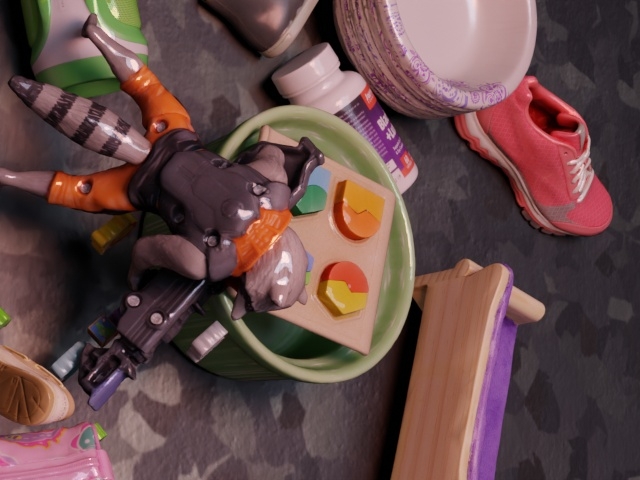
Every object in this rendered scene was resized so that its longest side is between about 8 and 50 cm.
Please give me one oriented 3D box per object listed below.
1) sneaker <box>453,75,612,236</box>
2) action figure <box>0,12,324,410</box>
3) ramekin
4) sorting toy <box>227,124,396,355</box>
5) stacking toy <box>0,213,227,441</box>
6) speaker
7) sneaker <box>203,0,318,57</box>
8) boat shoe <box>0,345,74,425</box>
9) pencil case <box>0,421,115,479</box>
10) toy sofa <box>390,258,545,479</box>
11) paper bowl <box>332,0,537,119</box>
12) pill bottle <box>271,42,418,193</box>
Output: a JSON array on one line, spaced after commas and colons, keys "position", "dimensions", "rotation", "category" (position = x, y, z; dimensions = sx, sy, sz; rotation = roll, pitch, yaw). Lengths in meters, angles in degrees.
[{"position": [0.314, -0.109, 2.131], "dimensions": [0.314, 0.136, 0.116], "rotation": [41, 57, -29], "category": "sneaker"}, {"position": [-0.164, -0.016, 1.508], "dimensions": [0.330, 0.178, 0.341], "rotation": [31, 77, 9], "category": "action figure"}, {"position": [-0.052, 0.014, 1.753], "dimensions": [0.303, 0.148, 0.303], "rotation": [12, 72, -41], "category": "ramekin"}, {"position": [0.000, 0.000, 1.673], "dimensions": [0.208, 0.038, 0.193], "rotation": [28, 62, -36], "category": "sorting toy"}, {"position": [-0.223, 0.097, 1.585], "dimensions": [0.221, 0.052, 0.167], "rotation": [-40, 85, -18], "category": "stacking toy"}, {"position": [-0.261, -0.302, 1.647], "dimensions": [0.131, 0.131, 0.296], "rotation": [-9, 87, -44], "category": "speaker"}, {"position": [-0.047, -0.337, 1.871], "dimensions": [0.118, 0.083, 0.222], "rotation": [37, 66, -30], "category": "sneaker"}, {"position": [-0.301, 0.132, 1.501], "dimensions": [0.059, 0.170, 0.063], "rotation": [22, 94, -57], "category": "boat shoe"}, {"position": [-0.328, 0.235, 1.411], "dimensions": [0.284, 0.124, 0.124], "rotation": [-4, 83, -25], "category": "pencil case"}, {"position": [0.178, 0.214, 1.903], "dimensions": [0.150, 0.177, 0.362], "rotation": [30, 60, -34], "category": "toy sofa"}, {"position": [0.128, -0.292, 1.985], "dimensions": [0.284, 0.148, 0.284], "rotation": [7, 80, -41], "category": "paper bowl"}, {"position": [0.025, -0.133, 1.886], "dimensions": [0.108, 0.108, 0.193], "rotation": [-48, 113, -39], "category": "pill bottle"}]
